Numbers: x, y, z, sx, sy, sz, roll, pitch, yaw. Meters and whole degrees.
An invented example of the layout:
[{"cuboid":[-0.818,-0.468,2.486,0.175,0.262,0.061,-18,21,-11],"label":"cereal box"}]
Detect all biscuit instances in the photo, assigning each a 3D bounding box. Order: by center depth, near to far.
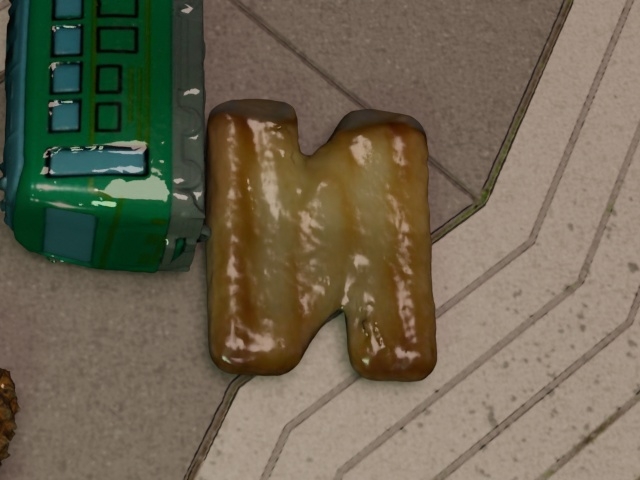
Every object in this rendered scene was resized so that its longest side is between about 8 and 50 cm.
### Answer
[{"cuboid":[0.000,0.000,1.687,0.236,0.062,0.291,2,69,-15],"label":"biscuit"}]

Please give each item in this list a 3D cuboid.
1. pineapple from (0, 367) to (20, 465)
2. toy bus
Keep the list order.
[{"cuboid":[-0.336,0.226,1.489,0.111,0.119,0.237,31,59,-53],"label":"pineapple"},{"cuboid":[-0.204,-0.146,1.624,0.199,0.183,0.344,2,68,-9],"label":"toy bus"}]
